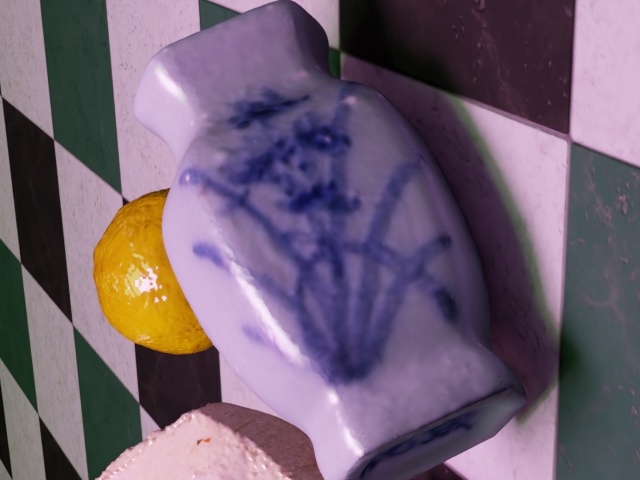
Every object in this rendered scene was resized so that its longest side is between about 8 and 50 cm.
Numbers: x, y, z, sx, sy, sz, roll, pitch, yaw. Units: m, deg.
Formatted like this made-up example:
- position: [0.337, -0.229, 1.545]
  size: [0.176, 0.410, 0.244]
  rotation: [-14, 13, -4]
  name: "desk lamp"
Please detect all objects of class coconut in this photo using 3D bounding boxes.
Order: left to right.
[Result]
- position: [-0.079, 0.332, 1.341]
  size: [0.297, 0.297, 0.254]
  rotation: [62, 178, 31]
  name: "coconut"

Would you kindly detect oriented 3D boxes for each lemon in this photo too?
- position: [-0.162, 0.034, 1.482]
  size: [0.231, 0.192, 0.192]
  rotation: [-17, 85, 56]
  name: "lemon"

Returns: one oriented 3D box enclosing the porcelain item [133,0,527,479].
- position: [0.000, 0.000, 1.082]
  size: [0.178, 0.243, 0.405]
  rotation: [85, 159, -61]
  name: "porcelain item"
